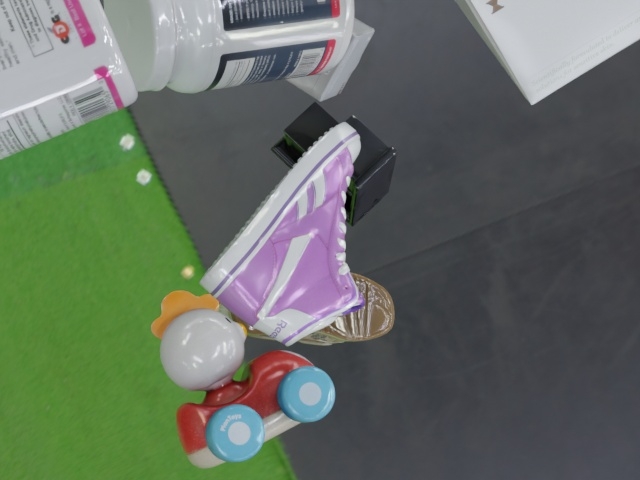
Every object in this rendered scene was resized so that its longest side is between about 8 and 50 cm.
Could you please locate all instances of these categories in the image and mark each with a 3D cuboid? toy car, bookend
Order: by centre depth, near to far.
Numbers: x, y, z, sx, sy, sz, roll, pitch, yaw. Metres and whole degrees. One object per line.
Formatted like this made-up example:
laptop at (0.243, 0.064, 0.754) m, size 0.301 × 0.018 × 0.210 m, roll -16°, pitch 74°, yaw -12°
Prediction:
bookend at (0.014, -0.115, 1.576) m, size 0.156 × 0.157 × 0.072 m, roll 44°, pitch 77°, yaw 10°
toy car at (-0.125, 0.164, 1.650) m, size 0.210 × 0.219 × 0.238 m, roll -27°, pitch 88°, yaw -19°

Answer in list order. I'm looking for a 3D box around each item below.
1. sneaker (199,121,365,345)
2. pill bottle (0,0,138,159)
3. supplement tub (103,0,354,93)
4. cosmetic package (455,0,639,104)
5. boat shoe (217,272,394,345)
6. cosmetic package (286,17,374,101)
sneaker at (-0.001, 0.001, 1.381) m, size 0.161 × 0.102 × 0.282 m, roll 38°, pitch 59°, yaw -4°
pill bottle at (-0.339, -0.157, 1.202) m, size 0.283 × 0.160 × 0.160 m, roll -24°, pitch 80°, yaw -7°
supplement tub at (-0.113, -0.287, 1.530) m, size 0.272 × 0.191 × 0.191 m, roll -12°, pitch 76°, yaw -28°
cosmetic package at (0.221, -0.319, 1.309) m, size 0.155 × 0.197 × 0.365 m, roll 53°, pitch 12°, yaw -31°
boat shoe at (-0.020, 0.101, 1.811) m, size 0.285 × 0.089 × 0.104 m, roll 6°, pitch 76°, yaw -32°
cosmetic package at (-0.051, -0.333, 1.917) m, size 0.238 × 0.127 × 0.107 m, roll 33°, pitch 24°, yaw 13°
